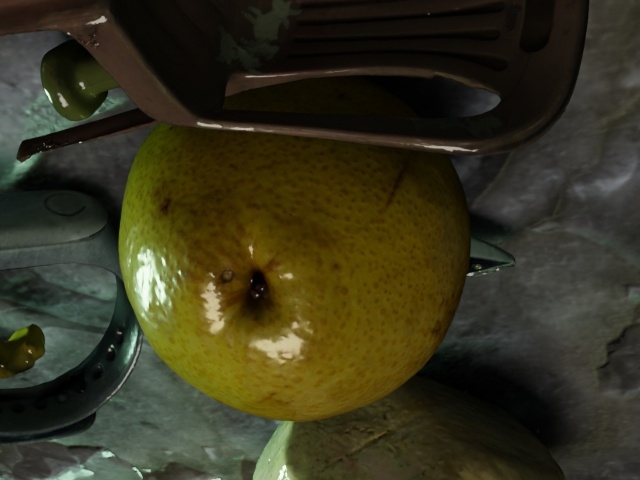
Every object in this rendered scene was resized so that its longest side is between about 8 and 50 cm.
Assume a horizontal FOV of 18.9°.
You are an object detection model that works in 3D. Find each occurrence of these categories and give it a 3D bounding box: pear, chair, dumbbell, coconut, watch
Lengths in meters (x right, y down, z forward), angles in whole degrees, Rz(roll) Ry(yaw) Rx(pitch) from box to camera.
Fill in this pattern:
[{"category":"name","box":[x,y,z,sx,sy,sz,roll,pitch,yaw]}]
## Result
[{"category":"pear","box":[-0.018,0.005,1.107,0.209,0.208,0.209,8,145,5]},{"category":"chair","box":[-0.052,-0.138,0.954,0.327,0.175,0.183,-4,150,27]},{"category":"dumbbell","box":[-0.107,-0.105,1.121,0.118,0.052,0.046,-13,112,30]},{"category":"coconut","box":[0.066,0.209,1.391,0.237,0.197,0.237,5,140,4]},{"category":"watch","box":[-0.222,0.059,1.296,0.206,0.068,0.193,-9,128,-22]}]

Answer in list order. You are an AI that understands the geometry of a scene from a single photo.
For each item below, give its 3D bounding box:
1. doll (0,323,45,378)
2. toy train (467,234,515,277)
[{"category":"doll","box":[-0.348,0.004,1.297,0.160,0.094,0.365,-35,135,14]},{"category":"toy train","box":[0.000,0.001,1.247,0.252,0.048,0.055,0,154,7]}]
